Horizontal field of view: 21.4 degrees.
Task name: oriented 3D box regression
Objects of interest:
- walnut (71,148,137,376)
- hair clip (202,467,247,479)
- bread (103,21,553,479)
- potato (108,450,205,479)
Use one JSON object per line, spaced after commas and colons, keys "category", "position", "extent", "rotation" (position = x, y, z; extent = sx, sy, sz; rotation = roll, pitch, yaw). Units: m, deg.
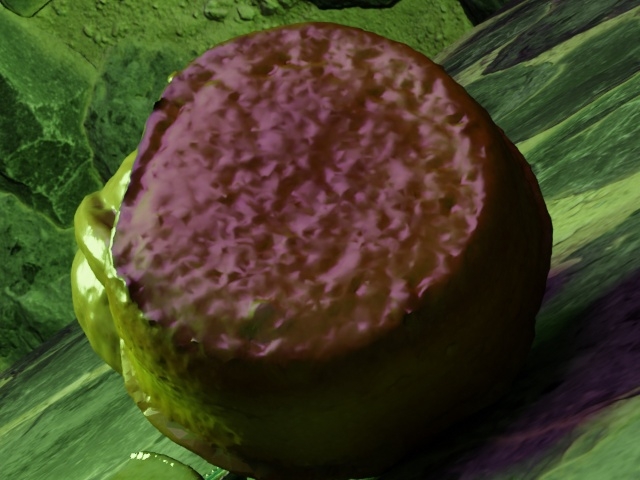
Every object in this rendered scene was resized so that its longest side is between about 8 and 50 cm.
{"category": "walnut", "position": [-0.072, 0.029, 1.314], "extent": [0.224, 0.257, 0.257], "rotation": [-61, 0, 17]}
{"category": "hair clip", "position": [-0.114, 0.203, 1.219], "extent": [0.173, 0.049, 0.049], "rotation": [-31, 7, -19]}
{"category": "bread", "position": [0.000, 0.005, 1.102], "extent": [0.312, 0.312, 0.172], "rotation": [-35, -29, -8]}
{"category": "potato", "position": [-0.124, 0.235, 0.845], "extent": [0.269, 0.112, 0.255], "rotation": [-40, 14, -20]}
